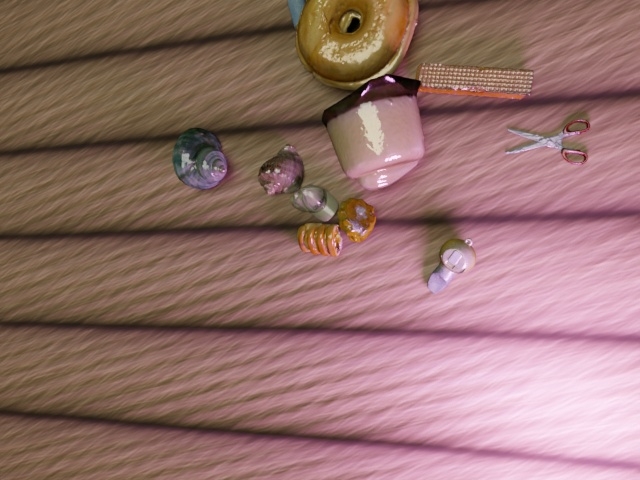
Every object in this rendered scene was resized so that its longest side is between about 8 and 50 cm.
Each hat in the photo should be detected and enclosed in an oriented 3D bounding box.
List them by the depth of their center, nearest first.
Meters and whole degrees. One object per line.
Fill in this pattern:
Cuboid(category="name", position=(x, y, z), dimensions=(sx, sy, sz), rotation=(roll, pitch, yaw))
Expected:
Cuboid(category="hat", position=(-0.024, -0.133, 1.946), dimensions=(0.166, 0.081, 0.122), rotation=(41, 101, 6))

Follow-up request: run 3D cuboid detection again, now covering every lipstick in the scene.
Cuboid(category="lipstick", position=(-0.096, -0.917, 2.024), dimensions=(0.068, 0.061, 0.274), rotation=(-15, 82, 18))

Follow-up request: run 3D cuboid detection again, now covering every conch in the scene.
Cuboid(category="conch", position=(-0.137, -0.249, 1.988), dimensions=(0.155, 0.130, 0.207), rotation=(31, 71, -16))
Cuboid(category="conch", position=(-0.442, -0.298, 2.044), dimensions=(0.220, 0.195, 0.277), rotation=(-41, 47, -18))

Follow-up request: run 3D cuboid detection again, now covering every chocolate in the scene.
Cuboid(category="chocolate", position=(0.203, -0.332, 1.769), dimensions=(0.326, 0.314, 0.297), rotation=(-29, 83, 34))

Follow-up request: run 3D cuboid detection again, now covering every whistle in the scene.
Cuboid(category="whistle", position=(0.427, 0.079, 1.786), dimensions=(0.123, 0.123, 0.223), rotation=(39, 119, 16))

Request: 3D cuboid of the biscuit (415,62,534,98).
Cuboid(category="biscuit", position=(0.503, -0.531, 1.815), dimensions=(0.378, 0.054, 0.094), rotation=(9, 88, 18))

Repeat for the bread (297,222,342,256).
Cuboid(category="bread", position=(0.000, 0.000, 1.908), dimensions=(0.177, 0.084, 0.119), rotation=(4, 129, 21))

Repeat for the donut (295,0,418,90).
Cuboid(category="donut", position=(0.121, -0.731, 1.874), dimensions=(0.448, 0.198, 0.449), rotation=(-1, 87, 18))

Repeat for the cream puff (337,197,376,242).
Cuboid(category="cream puff", position=(0.119, -0.066, 1.877), dimensions=(0.146, 0.116, 0.146), rotation=(6, 63, -13))

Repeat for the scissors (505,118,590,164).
Cuboid(category="scissors", position=(0.725, -0.317, 1.753), dimensions=(0.247, 0.017, 0.144), rotation=(4, 87, 19))
